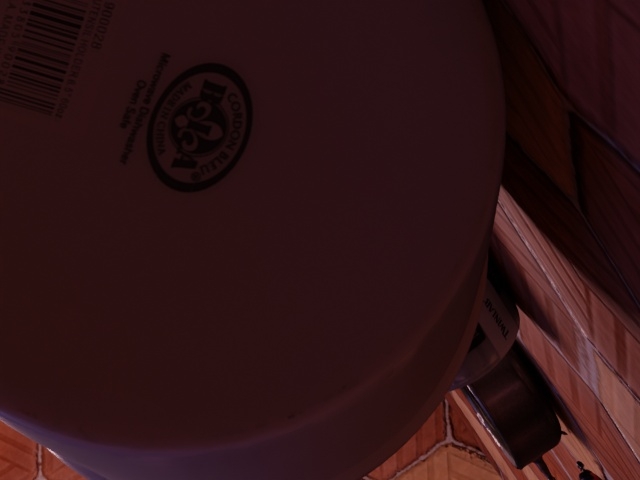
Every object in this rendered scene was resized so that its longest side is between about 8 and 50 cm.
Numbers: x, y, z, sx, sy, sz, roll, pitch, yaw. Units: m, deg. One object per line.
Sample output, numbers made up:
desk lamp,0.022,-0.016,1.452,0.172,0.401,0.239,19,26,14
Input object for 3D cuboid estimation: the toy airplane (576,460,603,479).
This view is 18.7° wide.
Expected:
toy airplane,0.271,0.262,1.737,0.151,0.028,0.151,56,177,5

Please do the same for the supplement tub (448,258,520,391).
supplement tub,0.064,0.017,1.488,0.190,0.117,0.117,57,178,-26

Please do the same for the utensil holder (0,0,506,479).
utensil holder,-0.061,-0.022,1.033,0.328,0.327,0.385,56,175,8

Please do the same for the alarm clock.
alarm clock,0.156,0.124,1.742,0.192,0.064,0.129,54,179,-26
